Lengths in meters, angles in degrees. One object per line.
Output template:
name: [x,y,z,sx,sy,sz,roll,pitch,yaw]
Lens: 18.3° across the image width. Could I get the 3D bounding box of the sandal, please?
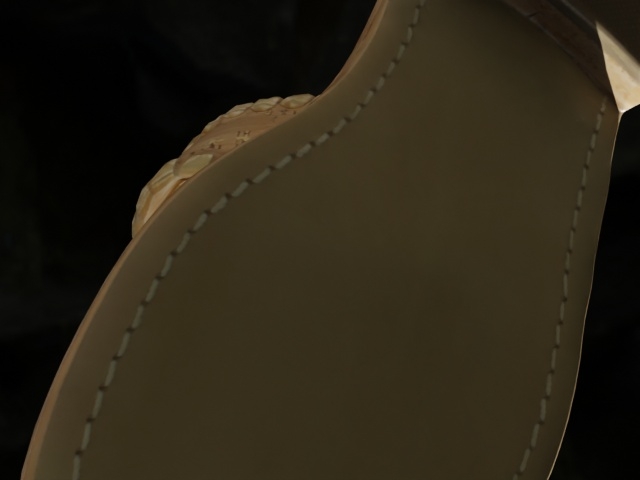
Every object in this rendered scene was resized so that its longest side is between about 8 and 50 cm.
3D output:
sandal: [0.005,0.004,0.403,0.088,0.240,0.079,40,143,-12]
